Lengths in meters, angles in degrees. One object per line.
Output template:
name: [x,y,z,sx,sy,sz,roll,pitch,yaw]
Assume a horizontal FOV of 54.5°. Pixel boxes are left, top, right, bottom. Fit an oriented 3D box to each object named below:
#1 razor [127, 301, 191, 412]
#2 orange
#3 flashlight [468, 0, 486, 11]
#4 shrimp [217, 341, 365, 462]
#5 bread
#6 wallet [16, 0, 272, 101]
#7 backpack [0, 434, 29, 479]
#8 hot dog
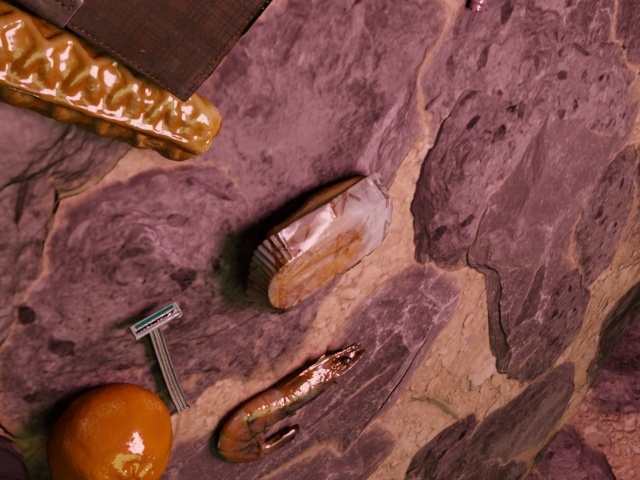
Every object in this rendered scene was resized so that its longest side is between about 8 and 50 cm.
razor: [-0.209,0.164,0.842,0.068,0.037,0.191,-30,136,-29]
orange: [-0.261,0.263,0.791,0.159,0.136,0.159,-22,127,-31]
flashlight: [0.234,-0.376,0.866,0.031,0.052,0.110,-55,164,-57]
shrimp: [-0.042,0.286,1.067,0.296,0.058,0.169,-29,141,-19]
bread: [-0.246,-0.151,0.562,0.367,0.084,0.077,16,66,-45]
wallet: [-0.192,-0.251,0.481,0.317,0.044,0.169,29,120,-34]
backpack: [-0.428,0.276,0.671,0.206,0.133,0.258,-43,144,-5]
hot dog: [0.000,0.000,0.885,0.270,0.082,0.162,-32,144,-31]
